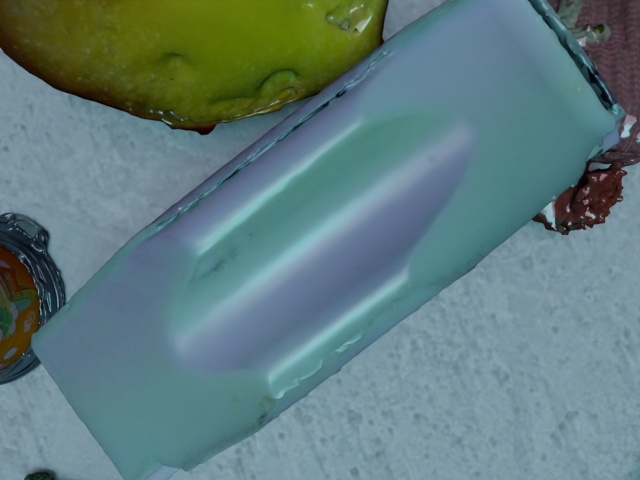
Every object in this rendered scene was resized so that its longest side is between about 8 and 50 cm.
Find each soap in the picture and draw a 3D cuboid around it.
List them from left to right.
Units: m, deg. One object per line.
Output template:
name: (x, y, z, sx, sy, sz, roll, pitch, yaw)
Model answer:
soap: (0.000, 0.000, 0.434, 0.446, 0.261, 0.156, -36, 89, 3)

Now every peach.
peach: (-0.104, -0.225, 0.428, 0.339, 0.281, 0.280, 25, 93, 0)

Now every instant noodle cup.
instant noodle cup: (-0.366, 0.071, 0.510, 0.178, 0.125, 0.208, 14, 93, 1)

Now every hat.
hat: (0.241, -0.146, 0.490, 0.237, 0.107, 0.286, 9, 98, 30)

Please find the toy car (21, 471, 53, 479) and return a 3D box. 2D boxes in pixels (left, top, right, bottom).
toy car: (-0.257, 0.297, 0.556, 0.144, 0.054, 0.073, 12, 92, -1)
